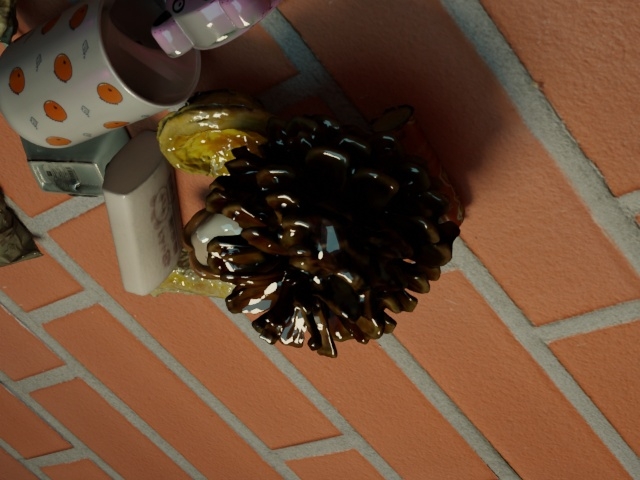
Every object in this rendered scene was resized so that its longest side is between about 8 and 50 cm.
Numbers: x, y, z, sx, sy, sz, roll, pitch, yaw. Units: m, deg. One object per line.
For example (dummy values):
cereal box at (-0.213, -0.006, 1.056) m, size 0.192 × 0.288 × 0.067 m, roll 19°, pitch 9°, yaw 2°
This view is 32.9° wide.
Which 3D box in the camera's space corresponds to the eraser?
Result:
eraser at (-0.327, -0.048, 2.016) m, size 0.095 × 0.174 × 0.270 m, roll 16°, pitch 138°, yaw 14°

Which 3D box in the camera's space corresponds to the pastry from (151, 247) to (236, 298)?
pastry at (-0.249, 0.066, 2.157) m, size 0.258 × 0.089 × 0.121 m, roll 2°, pitch 153°, yaw 23°

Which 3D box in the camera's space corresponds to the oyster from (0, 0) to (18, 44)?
oyster at (-0.529, -0.425, 1.783) m, size 0.072 × 0.133 × 0.209 m, roll -9°, pitch 110°, yaw 4°

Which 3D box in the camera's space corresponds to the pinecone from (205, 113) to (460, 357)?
pinecone at (0.000, 0.000, 1.690) m, size 0.398 × 0.398 × 0.398 m, roll 14°, pitch 138°, yaw 13°

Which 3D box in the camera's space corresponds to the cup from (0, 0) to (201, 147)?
cup at (-0.382, -0.276, 1.779) m, size 0.317 × 0.212 × 0.212 m, roll -15°, pitch 125°, yaw 37°

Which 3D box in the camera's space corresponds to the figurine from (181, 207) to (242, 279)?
figurine at (-0.154, -0.016, 1.980) m, size 0.263 × 0.189 × 0.142 m, roll -38°, pitch 65°, yaw 48°

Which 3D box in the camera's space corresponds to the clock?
clock at (-0.123, -0.369, 1.528) m, size 0.227 × 0.248 × 0.090 m, roll -14°, pitch 128°, yaw 36°

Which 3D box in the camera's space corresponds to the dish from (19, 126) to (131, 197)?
dish at (-0.466, -0.143, 2.060) m, size 0.243 × 0.080 × 0.182 m, roll 5°, pitch 135°, yaw 23°

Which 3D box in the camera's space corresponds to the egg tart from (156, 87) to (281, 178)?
egg tart at (-0.158, -0.184, 1.819) m, size 0.241 × 0.106 × 0.241 m, roll -2°, pitch 157°, yaw -1°

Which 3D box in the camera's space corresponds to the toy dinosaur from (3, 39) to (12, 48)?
toy dinosaur at (-0.593, -0.399, 1.872) m, size 0.242 × 0.053 × 0.167 m, roll 36°, pitch 132°, yaw 0°

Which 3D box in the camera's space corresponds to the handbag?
handbag at (-0.706, -0.040, 2.264) m, size 0.182 × 0.117 × 0.270 m, roll -9°, pitch 128°, yaw 22°

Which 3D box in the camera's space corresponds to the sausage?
sausage at (0.172, -0.103, 1.792) m, size 0.083 × 0.083 × 0.264 m, roll -10°, pitch 130°, yaw 33°
